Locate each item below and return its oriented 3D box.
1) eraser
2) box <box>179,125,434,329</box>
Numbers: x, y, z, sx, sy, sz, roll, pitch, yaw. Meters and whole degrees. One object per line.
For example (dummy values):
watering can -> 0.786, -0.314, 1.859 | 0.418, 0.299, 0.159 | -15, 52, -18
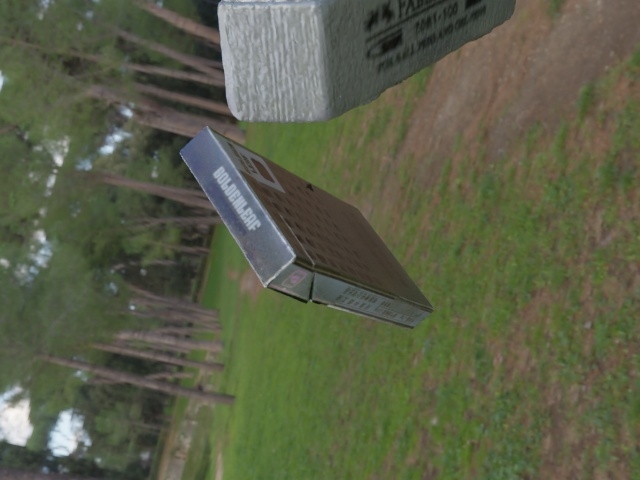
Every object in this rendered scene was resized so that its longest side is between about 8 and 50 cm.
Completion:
eraser -> 0.063, -0.213, 0.755 | 0.353, 0.077, 0.111 | -34, -42, -35
box -> -0.001, -0.001, 0.873 | 0.047, 0.325, 0.180 | -43, 60, 15
